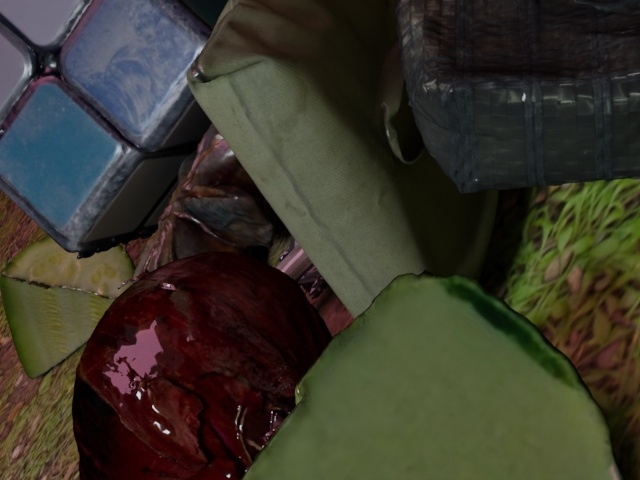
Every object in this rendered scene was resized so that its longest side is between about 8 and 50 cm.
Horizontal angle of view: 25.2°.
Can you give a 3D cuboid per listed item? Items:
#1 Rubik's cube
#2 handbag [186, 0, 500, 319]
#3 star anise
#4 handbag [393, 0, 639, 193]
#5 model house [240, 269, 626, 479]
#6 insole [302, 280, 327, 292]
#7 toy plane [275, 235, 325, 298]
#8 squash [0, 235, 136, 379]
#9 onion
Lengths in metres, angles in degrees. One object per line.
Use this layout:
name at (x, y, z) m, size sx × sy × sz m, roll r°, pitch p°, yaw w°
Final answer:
Rubik's cube at (-0.247, -0.211, 1.692) m, size 0.313 × 0.318 × 0.316 m, roll -51°, pitch -9°, yaw 20°
handbag at (0.040, -0.081, 1.032) m, size 0.109 × 0.316 × 0.253 m, roll -17°, pitch 35°, yaw 34°
star anise at (-0.110, -0.018, 1.533) m, size 0.332 × 0.117 × 0.332 m, roll -55°, pitch 21°, yaw 33°
handbag at (0.176, -0.121, 0.922) m, size 0.270 × 0.089 × 0.175 m, roll -4°, pitch 46°, yaw 11°
model house at (0.061, 0.163, 0.872) m, size 0.214 × 0.195 × 0.189 m, roll -54°, pitch -9°, yaw -28°
insole at (0.016, -0.073, 1.474) m, size 0.119 × 0.009 × 0.348 m, roll -45°, pitch 25°, yaw 30°
toy plane at (0.003, 0.000, 1.316) m, size 0.226 × 0.058 × 0.226 m, roll -54°, pitch 33°, yaw 7°
squash at (-0.321, 0.099, 1.975) m, size 0.289 × 0.203 × 0.111 m, roll 88°, pitch -166°, yaw -55°
onion at (-0.095, 0.150, 1.146) m, size 0.221 × 0.281 × 0.281 m, roll -16°, pitch -21°, yaw -49°
